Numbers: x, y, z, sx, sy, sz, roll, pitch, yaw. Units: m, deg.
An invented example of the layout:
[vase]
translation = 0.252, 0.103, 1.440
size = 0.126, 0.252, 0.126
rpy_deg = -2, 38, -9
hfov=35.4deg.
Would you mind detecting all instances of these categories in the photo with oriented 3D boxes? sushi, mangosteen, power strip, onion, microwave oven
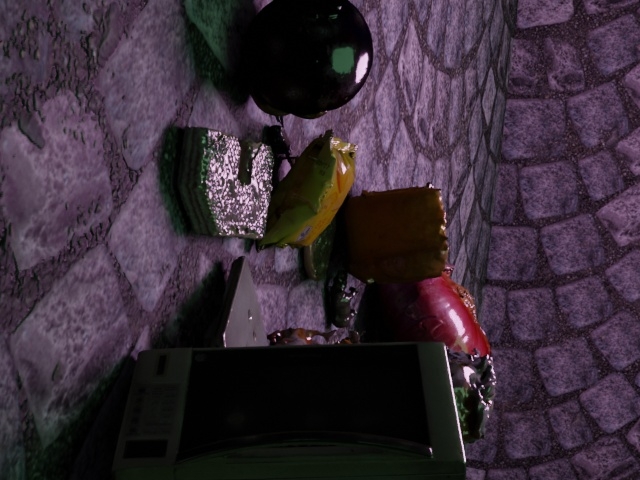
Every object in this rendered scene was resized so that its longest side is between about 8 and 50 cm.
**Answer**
[sushi]
translation = 0.090, 0.251, 1.628
size = 0.417, 0.417, 0.176
rpy_deg = -9, 103, -70
[mangosteen]
translation = -0.025, -0.256, 1.461
size = 0.230, 0.194, 0.194
rpy_deg = 115, -2, -53
[power strip]
translation = -0.133, 0.156, 1.455
size = 0.213, 0.064, 0.198
rpy_deg = -78, 164, -55
[onion]
translation = 0.222, 0.202, 2.251
size = 0.348, 0.285, 0.347
rpy_deg = 60, 5, -8
[microwave oven]
translation = -0.031, 0.302, 1.250
size = 0.247, 0.394, 0.333
rpy_deg = -90, 179, -62

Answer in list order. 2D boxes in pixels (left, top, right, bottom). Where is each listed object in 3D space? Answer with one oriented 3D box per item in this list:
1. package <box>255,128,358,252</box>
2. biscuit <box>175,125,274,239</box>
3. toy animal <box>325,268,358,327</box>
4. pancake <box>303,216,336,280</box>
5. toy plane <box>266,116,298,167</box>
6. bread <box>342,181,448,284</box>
[package]
translation = -0.017, -0.073, 1.610
size = 0.226, 0.090, 0.168
rpy_deg = -60, 164, 10
[biscuit]
translation = -0.129, -0.078, 1.403
size = 0.250, 0.046, 0.147
rpy_deg = 7, 91, -71
[toy animal]
translation = 0.041, 0.111, 1.958
size = 0.065, 0.047, 0.136
rpy_deg = -49, 148, -44
[pancake]
translation = 0.001, 0.000, 1.836
size = 0.151, 0.025, 0.152
rpy_deg = 6, 90, -70
[toy plane]
translation = -0.059, -0.153, 1.601
size = 0.121, 0.031, 0.049
rpy_deg = 69, 25, -49
[bread]
translation = 0.131, -0.013, 1.941
size = 0.340, 0.179, 0.194
rpy_deg = -144, -128, -85
